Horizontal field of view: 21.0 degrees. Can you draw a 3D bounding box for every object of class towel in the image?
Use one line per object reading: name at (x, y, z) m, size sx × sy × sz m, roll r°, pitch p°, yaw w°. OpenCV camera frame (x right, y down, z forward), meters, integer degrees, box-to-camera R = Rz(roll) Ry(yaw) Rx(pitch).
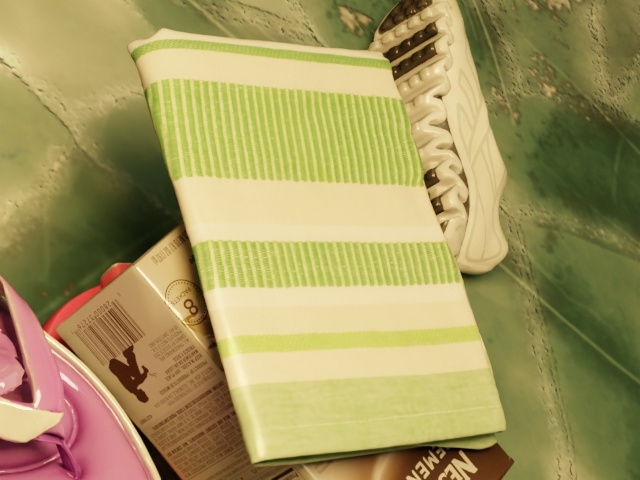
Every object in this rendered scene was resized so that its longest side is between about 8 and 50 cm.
towel at (0.000, 0.000, 1.231) m, size 0.248 × 0.038 × 0.325 m, roll 1°, pitch 63°, yaw -42°

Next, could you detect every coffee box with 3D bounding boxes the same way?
coffee box at (-0.022, 0.114, 1.251) m, size 0.297 × 0.119 × 0.168 m, roll 50°, pitch 44°, yaw -4°

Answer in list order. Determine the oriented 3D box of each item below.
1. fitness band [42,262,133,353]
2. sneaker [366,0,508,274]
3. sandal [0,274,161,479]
fitness band at (-0.087, 0.123, 1.315) m, size 0.291 × 0.054 × 0.209 m, roll 5°, pitch 62°, yaw -36°
sneaker at (0.112, -0.101, 1.598) m, size 0.118 × 0.110 × 0.292 m, roll 18°, pitch 60°, yaw -39°
sandal at (-0.259, 0.064, 1.147) m, size 0.416 × 0.102 × 0.169 m, roll 48°, pitch 57°, yaw 6°
